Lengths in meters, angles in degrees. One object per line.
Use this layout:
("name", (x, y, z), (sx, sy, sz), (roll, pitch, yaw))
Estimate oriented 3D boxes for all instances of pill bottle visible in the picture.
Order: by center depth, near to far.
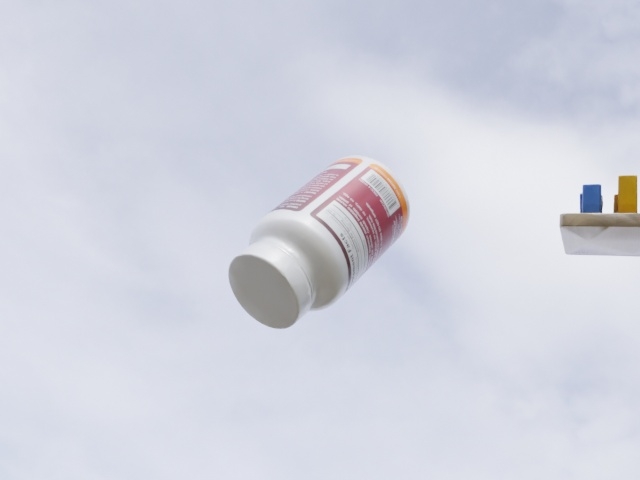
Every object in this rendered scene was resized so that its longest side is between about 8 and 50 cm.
("pill bottle", (0.000, 0.000, 0.540), (0.086, 0.152, 0.086), (22, -49, 27))

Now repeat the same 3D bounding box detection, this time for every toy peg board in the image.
("toy peg board", (0.349, -0.034, 0.751), (0.161, 0.079, 0.161), (2, -12, 22))
